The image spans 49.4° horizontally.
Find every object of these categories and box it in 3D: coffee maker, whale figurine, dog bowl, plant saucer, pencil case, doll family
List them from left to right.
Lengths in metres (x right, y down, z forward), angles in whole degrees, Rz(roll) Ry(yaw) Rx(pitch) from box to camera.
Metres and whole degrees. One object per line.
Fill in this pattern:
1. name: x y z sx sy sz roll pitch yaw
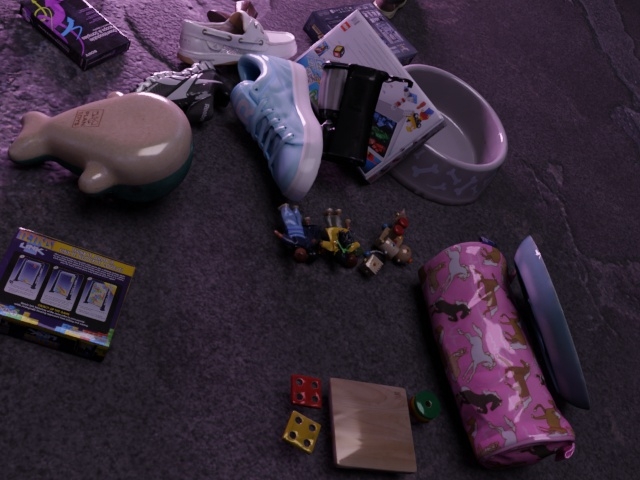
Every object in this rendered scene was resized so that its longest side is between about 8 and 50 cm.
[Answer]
1. whale figurine: -0.335 -0.139 1.092 0.271 0.141 0.216 1 52 -1
2. doll family: 0.000 0.000 1.209 0.192 0.076 0.111 2 59 -24
3. coffee maker: 0.065 -0.232 1.310 0.171 0.178 0.120 11 1 28
4. dog bowl: 0.260 -0.245 1.533 0.348 0.102 0.349 17 49 -21
5. pencil case: 0.290 0.190 1.177 0.160 0.167 0.386 39 33 -50
6. plant saucer: 0.403 0.148 1.237 0.317 0.043 0.318 -18 90 -79

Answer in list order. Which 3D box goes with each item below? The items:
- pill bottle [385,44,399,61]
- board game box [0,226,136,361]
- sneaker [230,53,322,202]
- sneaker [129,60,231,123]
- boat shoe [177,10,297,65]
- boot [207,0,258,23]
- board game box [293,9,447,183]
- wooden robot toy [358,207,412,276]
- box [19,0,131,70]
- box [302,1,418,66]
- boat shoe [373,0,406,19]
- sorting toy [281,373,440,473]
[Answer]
1. pill bottle: 0.096 -0.355 1.489 0.078 0.137 0.078 45 3 -3
2. board game box: -0.356 0.073 0.949 0.170 0.048 0.141 21 46 -15
3. sneaker: -0.097 -0.215 1.280 0.150 0.135 0.366 11 41 -23
4. sneaker: -0.246 -0.252 1.247 0.106 0.078 0.234 44 44 9
5. boat shoe: -0.155 -0.410 1.395 0.277 0.096 0.098 -18 39 -40
6. boot: -0.187 -0.489 1.495 0.106 0.037 0.114 30 48 -26
7. board game box: 0.088 -0.293 1.410 0.305 0.193 0.053 56 10 17
8. wooden robot toy: 0.143 0.014 1.286 0.079 0.076 0.173 45 45 -8
9. box: -0.444 -0.388 1.267 0.162 0.029 0.116 41 46 2
10. box: 0.097 -0.469 1.636 0.232 0.059 0.183 -28 73 -43
11. boat shoe: 0.199 -0.659 1.835 0.080 0.073 0.224 33 46 -5
12. sorting toy: 0.061 0.282 1.040 0.274 0.046 0.132 13 51 -23
